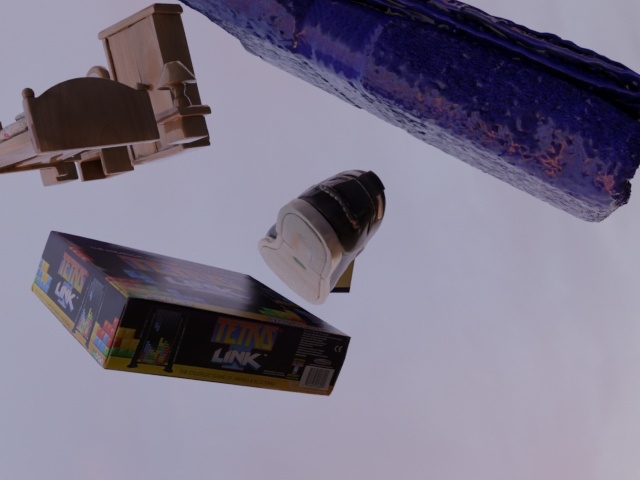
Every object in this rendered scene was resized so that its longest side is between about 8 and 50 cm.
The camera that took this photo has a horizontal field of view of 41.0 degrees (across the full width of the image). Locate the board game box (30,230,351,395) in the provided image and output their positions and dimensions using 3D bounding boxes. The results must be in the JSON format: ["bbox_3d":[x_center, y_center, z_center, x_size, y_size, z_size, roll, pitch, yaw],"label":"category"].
[{"bbox_3d":[-0.087,0.049,0.577,0.170,0.141,0.048,15,-82,-39],"label":"board game box"}]

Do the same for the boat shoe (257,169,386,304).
[{"bbox_3d":[0.000,0.000,0.758,0.084,0.233,0.079,45,-109,2],"label":"boat shoe"}]

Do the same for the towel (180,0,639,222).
[{"bbox_3d":[0.062,-0.113,0.552,0.076,0.308,0.227,-63,-13,7],"label":"towel"}]

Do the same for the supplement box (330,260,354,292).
[{"bbox_3d":[-0.001,0.015,1.068,0.056,0.083,0.083,2,-77,-33],"label":"supplement box"}]

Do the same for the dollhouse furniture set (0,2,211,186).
[{"bbox_3d":[-0.311,-0.157,0.934,0.355,0.303,0.174,-15,-88,-48],"label":"dollhouse furniture set"}]
